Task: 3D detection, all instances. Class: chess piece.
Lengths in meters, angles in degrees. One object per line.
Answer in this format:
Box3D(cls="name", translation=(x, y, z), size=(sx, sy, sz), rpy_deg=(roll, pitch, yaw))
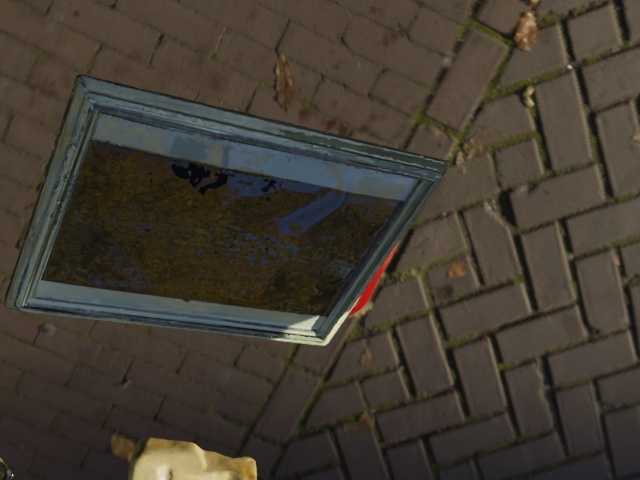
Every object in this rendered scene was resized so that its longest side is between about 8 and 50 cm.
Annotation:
Box3D(cls="chess piece", translation=(-0.147, 0.331, 0.884), size=(0.137, 0.137, 0.300), rpy_deg=(7, 111, -7))

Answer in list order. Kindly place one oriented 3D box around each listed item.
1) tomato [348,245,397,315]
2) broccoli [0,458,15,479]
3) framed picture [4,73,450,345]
Box3D(cls="tomato", translation=(0.000, 0.000, 1.012), size=(0.187, 0.151, 0.187), rpy_deg=(-7, 120, -12))
Box3D(cls="broccoli", translation=(-0.420, 0.178, 0.816), size=(0.242, 0.180, 0.273), rpy_deg=(-55, 145, 4))
Box3D(cls="framed picture", translation=(-0.072, -0.002, 0.693), size=(0.293, 0.018, 0.231), rpy_deg=(9, 131, -27))
